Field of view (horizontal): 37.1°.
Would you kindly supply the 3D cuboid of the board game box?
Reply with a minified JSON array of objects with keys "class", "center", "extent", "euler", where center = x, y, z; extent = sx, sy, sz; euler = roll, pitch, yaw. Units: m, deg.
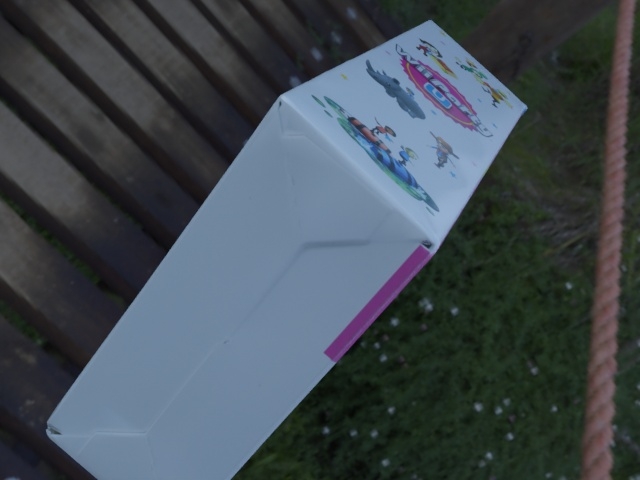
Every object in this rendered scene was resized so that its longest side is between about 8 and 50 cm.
[{"class":"board game box","center":[0.000,0.000,0.564],"extent":[0.097,0.224,0.303],"euler":[41,27,1]}]
